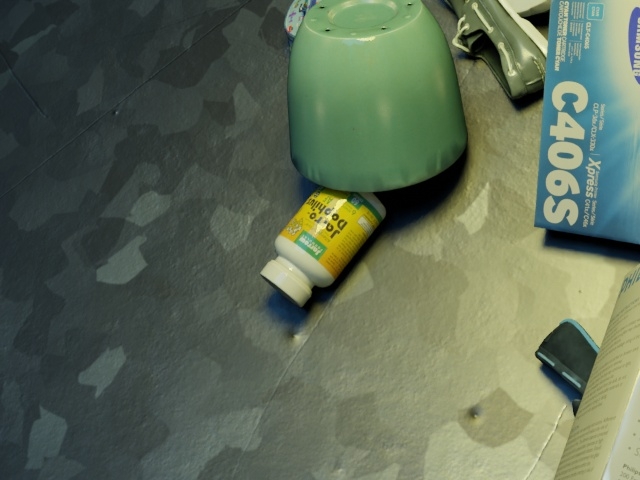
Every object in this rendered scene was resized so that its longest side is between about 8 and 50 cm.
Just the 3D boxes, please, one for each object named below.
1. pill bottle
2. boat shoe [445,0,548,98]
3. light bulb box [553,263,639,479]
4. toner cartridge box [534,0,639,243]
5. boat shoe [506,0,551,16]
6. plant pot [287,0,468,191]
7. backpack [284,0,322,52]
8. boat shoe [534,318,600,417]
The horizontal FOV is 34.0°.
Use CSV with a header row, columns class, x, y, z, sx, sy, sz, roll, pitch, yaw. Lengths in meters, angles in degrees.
class,x,y,z,sx,sy,sz,roll,pitch,yaw
pill bottle,0.000,0.000,1.677,0.117,0.117,0.208,34,80,34
boat shoe,0.271,-0.357,1.755,0.099,0.116,0.319,-36,60,-3
light bulb box,0.489,0.232,1.193,0.357,0.225,0.361,24,73,3
toner cartridge box,0.405,-0.179,1.492,0.165,0.075,0.348,10,110,27
boat shoe,0.424,-0.424,1.723,0.301,0.102,0.108,-13,60,48
plant pot,0.080,-0.255,1.645,0.292,0.235,0.293,-6,35,4
backpack,0.010,-0.406,1.897,0.173,0.117,0.158,2,64,28
boat shoe,0.383,0.222,1.413,0.089,0.109,0.258,-39,38,8
